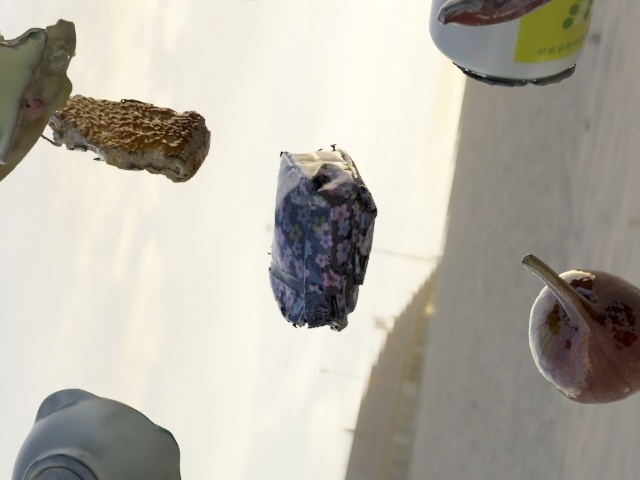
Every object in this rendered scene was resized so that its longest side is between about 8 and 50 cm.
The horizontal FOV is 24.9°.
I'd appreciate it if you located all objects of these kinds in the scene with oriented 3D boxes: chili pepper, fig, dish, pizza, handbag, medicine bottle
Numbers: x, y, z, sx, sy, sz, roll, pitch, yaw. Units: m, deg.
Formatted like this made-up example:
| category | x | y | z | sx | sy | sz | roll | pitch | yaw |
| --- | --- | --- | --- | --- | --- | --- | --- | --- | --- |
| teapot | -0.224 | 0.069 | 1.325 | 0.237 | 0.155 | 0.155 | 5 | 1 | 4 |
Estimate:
| category | x | y | z | sx | sy | sz | roll | pitch | yaw |
| --- | --- | --- | --- | --- | --- | --- | --- | --- | --- |
| chili pepper | 0.165 | -0.210 | 1.221 | 0.041 | 0.153 | 0.050 | 64 | 170 | -18 |
| fig | 0.326 | 0.106 | 1.752 | 0.207 | 0.175 | 0.175 | 51 | -131 | -64 |
| dish | -0.256 | 0.270 | 1.482 | 0.224 | 0.246 | 0.078 | 59 | -160 | 9 |
| pizza | -0.236 | -0.117 | 1.712 | 0.147 | 0.226 | 0.069 | -108 | 29 | -53 |
| handbag | 0.000 | 0.000 | 1.790 | 0.229 | 0.126 | 0.208 | -123 | 36 | -69 |
| medicine bottle | 0.258 | -0.406 | 1.823 | 0.213 | 0.213 | 0.379 | -67 | -15 | -52 |

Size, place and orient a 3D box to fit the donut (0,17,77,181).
| category | x | y | z | sx | sy | sz | roll | pitch | yaw |
| --- | --- | --- | --- | --- | --- | --- | --- | --- | --- |
| donut | -0.399 | -0.157 | 1.133 | 0.307 | 0.371 | 0.150 | -47 | 4 | -17 |
